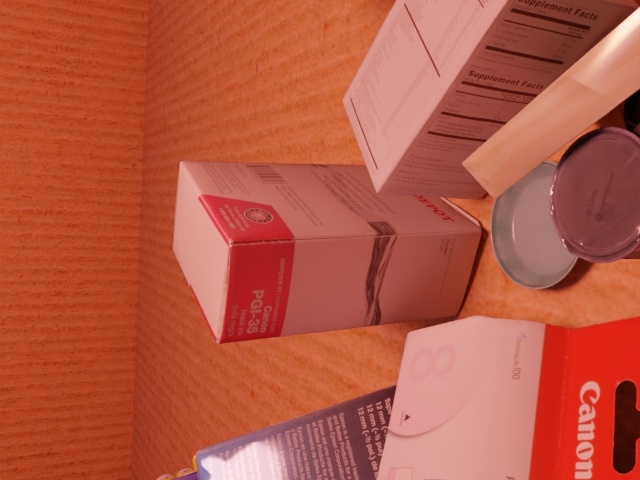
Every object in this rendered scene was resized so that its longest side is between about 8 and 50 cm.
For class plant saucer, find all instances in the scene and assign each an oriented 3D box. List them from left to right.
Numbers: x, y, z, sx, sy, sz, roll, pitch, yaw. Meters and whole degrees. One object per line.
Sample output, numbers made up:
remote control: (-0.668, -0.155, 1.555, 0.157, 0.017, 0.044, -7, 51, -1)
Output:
plant saucer: (0.205, -0.014, 0.611, 0.119, 0.021, 0.119, -8, 82, 64)

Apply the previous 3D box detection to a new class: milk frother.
milk frother: (0.222, -0.057, 0.454, 0.143, 0.134, 0.129, 40, 123, 57)

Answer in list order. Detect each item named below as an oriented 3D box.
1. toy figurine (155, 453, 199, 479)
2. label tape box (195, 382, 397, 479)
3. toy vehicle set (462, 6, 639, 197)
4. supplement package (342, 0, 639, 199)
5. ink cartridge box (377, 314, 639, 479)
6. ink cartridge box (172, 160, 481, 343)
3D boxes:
toy figurine: (-0.122, 0.365, 0.867, 0.217, 0.362, 0.191, -55, 48, 51)
label tape box: (0.063, 0.295, 0.682, 0.115, 0.347, 0.249, 53, -161, -61)
toy vehicle set: (0.222, -0.140, 0.419, 0.035, 0.166, 0.267, 50, 139, 4)
supplement package: (0.142, -0.167, 0.619, 0.244, 0.133, 0.139, -57, 40, 47)
ink cartridge box: (0.151, 0.148, 0.542, 0.232, 0.066, 0.189, -29, 35, 50)
ink cartridge box: (0.000, 0.000, 0.731, 0.207, 0.283, 0.117, -132, 46, -54)
